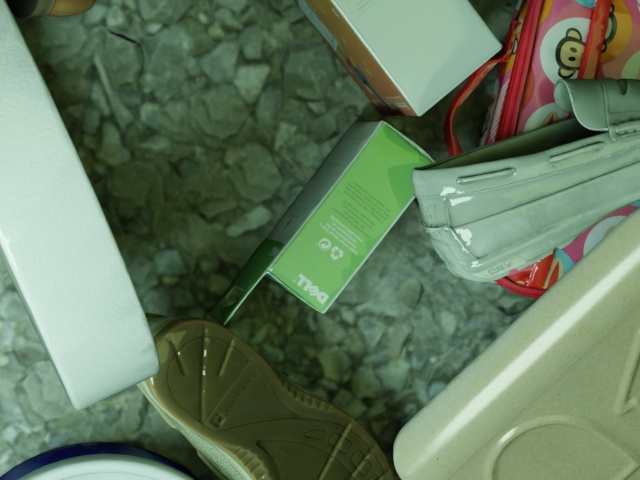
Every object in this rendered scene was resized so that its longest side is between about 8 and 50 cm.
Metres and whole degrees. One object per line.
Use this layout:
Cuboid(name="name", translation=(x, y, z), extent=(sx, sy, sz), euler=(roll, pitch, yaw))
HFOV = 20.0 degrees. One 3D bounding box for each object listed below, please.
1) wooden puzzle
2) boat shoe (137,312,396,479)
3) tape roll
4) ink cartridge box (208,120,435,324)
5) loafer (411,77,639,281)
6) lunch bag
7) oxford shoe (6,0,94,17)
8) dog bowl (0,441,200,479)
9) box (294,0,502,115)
Cuboid(name="wooden puzzle", translation=(0.286, 0.164, 1.524), extent=(0.348, 0.080, 0.322), euler=(37, 111, -18))
Cuboid(name="boat shoe", translation=(-0.047, 0.162, 1.505), extent=(0.302, 0.098, 0.109), euler=(44, 78, -28))
Cuboid(name="tape roll", translation=(-0.226, -0.065, 1.302), extent=(0.072, 0.392, 0.392), euler=(-26, 99, -10))
Cuboid(name="ink cartridge box", translation=(0.000, 0.000, 1.494), extent=(0.062, 0.109, 0.209), euler=(39, 86, -11))
Cuboid(name="loafer", translation=(0.223, -0.081, 1.420), extent=(0.319, 0.112, 0.111), euler=(-28, 103, -5))
Cuboid(name="lunch bag", translation=(0.233, -0.087, 1.538), extent=(0.258, 0.120, 0.293), euler=(12, 91, -8))
Cuboid(name="oxford shoe", translation=(-0.216, -0.284, 1.461), extent=(0.076, 0.076, 0.212), euler=(-4, 93, -41))
Cuboid(name="dog bowl", translation=(-0.180, 0.301, 1.481), extent=(0.265, 0.104, 0.265), euler=(-1, 94, -11))
Cuboid(name="box", translation=(0.048, -0.194, 1.479), extent=(0.091, 0.130, 0.170), euler=(-39, 100, -7))
